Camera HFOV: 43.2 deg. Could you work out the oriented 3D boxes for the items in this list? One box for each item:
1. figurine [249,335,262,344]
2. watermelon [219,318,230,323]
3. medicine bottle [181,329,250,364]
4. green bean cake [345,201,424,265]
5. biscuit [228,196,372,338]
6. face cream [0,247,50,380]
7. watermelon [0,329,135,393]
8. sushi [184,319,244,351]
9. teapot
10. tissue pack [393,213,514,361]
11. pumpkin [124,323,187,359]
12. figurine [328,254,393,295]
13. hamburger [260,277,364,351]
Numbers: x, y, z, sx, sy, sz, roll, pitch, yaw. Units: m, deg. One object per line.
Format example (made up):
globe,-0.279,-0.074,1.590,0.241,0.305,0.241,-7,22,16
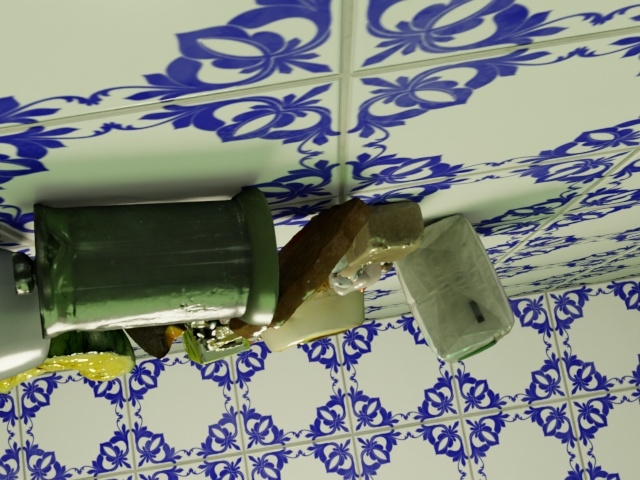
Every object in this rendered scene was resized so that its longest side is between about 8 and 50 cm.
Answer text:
figurine,-0.188,0.227,2.306,0.271,0.143,0.143,-12,169,21
watermelon,-0.182,0.113,1.735,0.071,0.139,0.187,20,151,32
medicine bottle,-0.288,0.236,2.138,0.141,0.137,0.250,-17,-178,-19
green bean cake,0.112,-0.009,1.476,0.109,0.085,0.179,-6,170,-15
biscuit,-0.042,0.042,1.295,0.049,0.273,0.257,42,157,-13
face cream,-0.588,0.117,1.169,0.356,0.220,0.312,-3,168,-28
watermelon,-0.599,0.229,1.844,0.330,0.189,0.331,-15,157,-6
sushi,-0.243,0.155,1.815,0.139,0.131,0.291,-17,138,7
teapot,-0.251,0.041,1.134,0.336,0.200,0.270,-3,166,-19
tissue pack,0.290,0.115,1.747,0.193,0.266,0.356,-24,166,8
pumpkin,-0.386,0.164,1.953,0.130,0.149,0.254,-51,-170,12
figurine,0.058,0.047,1.653,0.112,0.137,0.229,21,-178,31
hamburger,-0.034,0.149,1.916,0.294,0.179,0.276,-16,179,-4
